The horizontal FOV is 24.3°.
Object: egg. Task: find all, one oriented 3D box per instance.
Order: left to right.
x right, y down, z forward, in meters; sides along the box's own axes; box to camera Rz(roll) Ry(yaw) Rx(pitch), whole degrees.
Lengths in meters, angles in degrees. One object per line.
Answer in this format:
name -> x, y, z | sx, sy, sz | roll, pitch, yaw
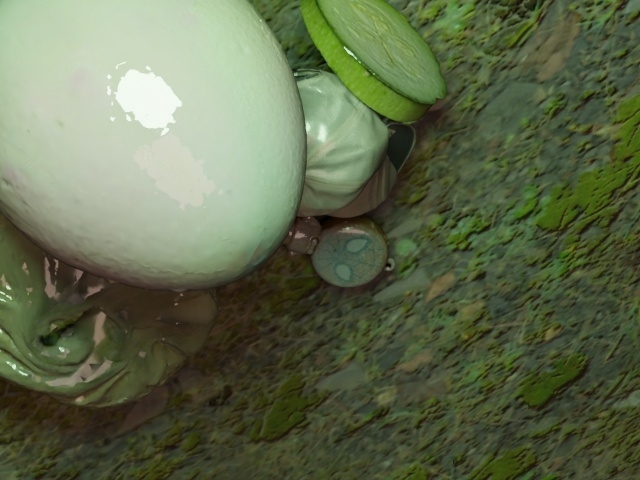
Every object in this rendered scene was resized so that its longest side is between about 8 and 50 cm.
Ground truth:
egg -> -0.172, -0.099, 1.592 | 0.354, 0.340, 0.354 | -31, 153, -18

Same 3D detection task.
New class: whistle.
whistle -> 0.000, 0.000, 2.002 | 0.220, 0.057, 0.107 | 17, 121, -15

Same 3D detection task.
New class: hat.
hat -> -0.009, -0.094, 1.849 | 0.232, 0.161, 0.275 | 4, 158, 17

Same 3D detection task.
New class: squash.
squash -> 0.064, -0.239, 1.835 | 0.219, 0.219, 0.041 | 33, 121, -24

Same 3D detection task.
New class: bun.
bun -> -0.300, 0.062, 1.863 | 0.359, 0.211, 0.360 | -6, 114, -13
